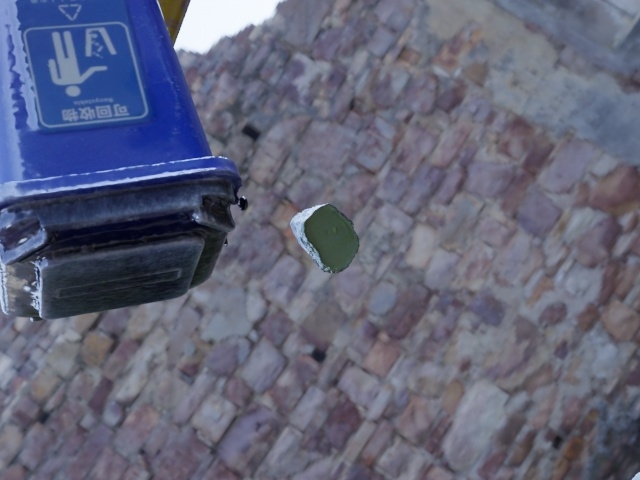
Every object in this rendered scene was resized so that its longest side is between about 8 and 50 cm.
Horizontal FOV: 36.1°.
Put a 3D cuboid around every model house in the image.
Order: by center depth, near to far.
[{"bbox_3d":[0.000,0.000,1.202,0.066,0.078,0.083,-43,11,-22],"label":"model house"}]

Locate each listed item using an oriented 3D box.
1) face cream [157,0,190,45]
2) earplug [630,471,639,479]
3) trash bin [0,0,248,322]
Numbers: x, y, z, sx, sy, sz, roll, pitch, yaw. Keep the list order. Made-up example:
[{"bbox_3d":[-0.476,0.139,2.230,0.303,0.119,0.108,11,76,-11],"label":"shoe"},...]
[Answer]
[{"bbox_3d":[-0.155,-0.344,1.077,0.078,0.078,0.273,-15,-53,-80],"label":"face cream"},{"bbox_3d":[0.297,0.232,0.673,0.280,0.258,0.163,166,109,-79],"label":"earplug"},{"bbox_3d":[-0.159,-0.073,0.666,0.163,0.234,0.184,-10,-20,-20],"label":"trash bin"}]
